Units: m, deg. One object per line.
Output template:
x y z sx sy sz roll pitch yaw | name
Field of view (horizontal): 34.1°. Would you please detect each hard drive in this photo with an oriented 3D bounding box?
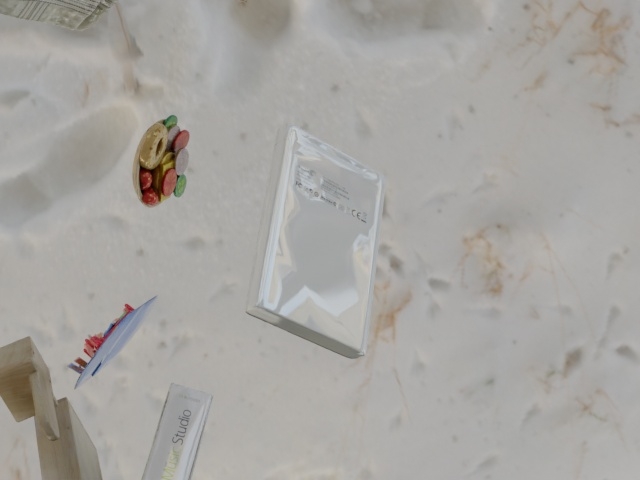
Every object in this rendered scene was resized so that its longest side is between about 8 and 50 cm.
0.000 0.000 1.788 0.233 0.353 0.047 27 146 -30 | hard drive

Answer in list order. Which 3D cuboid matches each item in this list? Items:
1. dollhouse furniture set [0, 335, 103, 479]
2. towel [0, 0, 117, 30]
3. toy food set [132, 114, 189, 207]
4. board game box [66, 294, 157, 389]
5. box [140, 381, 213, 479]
-0.444 0.330 1.233 0.355 0.174 0.303 -22 126 -7 | dollhouse furniture set
-0.380 -0.413 1.524 0.312 0.056 0.324 -35 160 33 | towel
-0.140 -0.069 0.925 0.020 0.082 0.083 14 112 17 | toy food set
-0.283 0.125 1.399 0.033 0.168 0.133 38 107 3 | board game box
-0.201 0.342 1.243 0.058 0.232 0.322 16 145 -4 | box
